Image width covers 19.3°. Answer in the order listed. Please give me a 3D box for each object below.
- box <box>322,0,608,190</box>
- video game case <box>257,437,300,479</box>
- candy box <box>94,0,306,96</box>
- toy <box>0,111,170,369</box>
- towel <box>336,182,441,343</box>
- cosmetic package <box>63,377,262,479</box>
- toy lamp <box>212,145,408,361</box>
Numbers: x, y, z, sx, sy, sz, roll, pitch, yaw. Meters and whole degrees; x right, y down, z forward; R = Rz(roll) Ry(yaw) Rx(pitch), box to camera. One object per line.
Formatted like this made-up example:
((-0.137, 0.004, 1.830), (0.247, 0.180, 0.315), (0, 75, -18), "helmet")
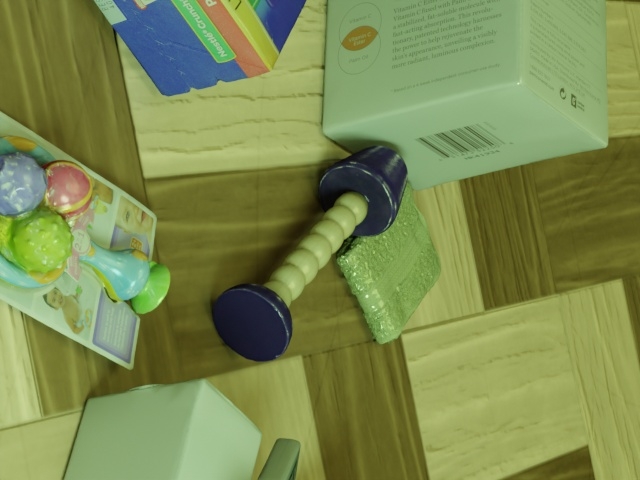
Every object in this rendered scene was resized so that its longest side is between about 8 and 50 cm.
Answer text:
((0.139, -0.250, 1.781), (0.168, 0.215, 0.345), (28, 58, -49), "box")
((-0.050, 0.261, 1.384), (0.201, 0.023, 0.183), (-60, 158, -76), "video game case")
((-0.101, -0.321, 1.535), (0.268, 0.122, 0.317), (55, 41, -31), "candy box")
((-0.192, -0.015, 1.364), (0.237, 0.056, 0.137), (38, 49, -44), "toy")
((0.068, 0.019, 1.758), (0.110, 0.027, 0.148), (63, 36, -19), "towel")
((-0.129, 0.220, 1.329), (0.085, 0.117, 0.231), (47, 46, -39), "cosmetic package")
((0.000, 0.000, 1.623), (0.274, 0.080, 0.080), (-47, 118, -50), "toy lamp")
